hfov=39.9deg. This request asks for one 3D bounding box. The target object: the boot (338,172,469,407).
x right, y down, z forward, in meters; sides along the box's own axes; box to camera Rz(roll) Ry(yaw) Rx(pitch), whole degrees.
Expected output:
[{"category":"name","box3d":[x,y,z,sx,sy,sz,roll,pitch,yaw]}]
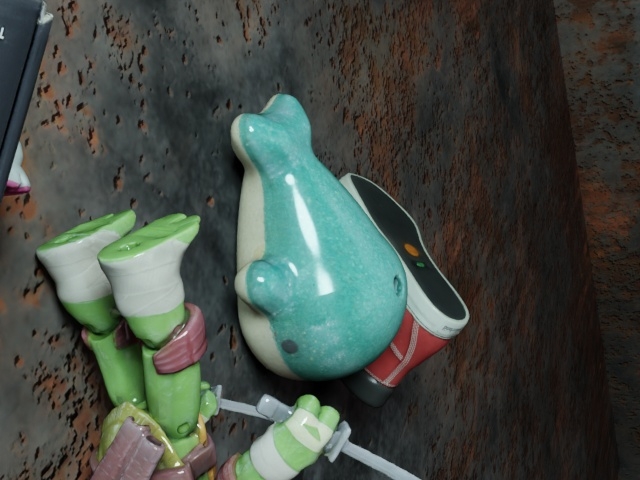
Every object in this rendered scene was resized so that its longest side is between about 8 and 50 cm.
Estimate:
[{"category":"boot","box3d":[0.043,0.055,0.985,0.088,0.176,0.244,13,38,-40]}]

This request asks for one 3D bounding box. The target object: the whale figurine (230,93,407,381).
[{"category":"whale figurine","box3d":[0.000,0.000,0.826,0.216,0.141,0.272,-41,124,-57]}]

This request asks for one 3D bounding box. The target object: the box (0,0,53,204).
[{"category":"box","box3d":[-0.273,0.042,0.203,0.395,0.097,0.318,0,114,-63]}]

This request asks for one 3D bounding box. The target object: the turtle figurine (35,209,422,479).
[{"category":"turtle figurine","box3d":[-0.069,0.101,0.627,0.198,0.275,0.266,-123,-165,-72]}]

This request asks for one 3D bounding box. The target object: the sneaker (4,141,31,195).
[{"category":"sneaker","box3d":[-0.240,-0.094,0.414,0.252,0.103,0.111,28,58,-67]}]
